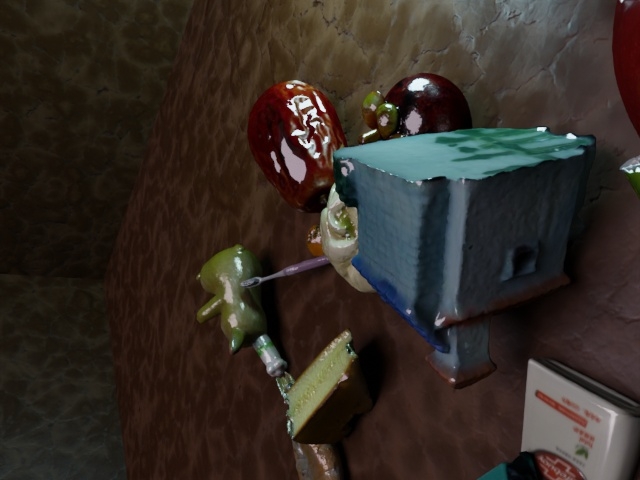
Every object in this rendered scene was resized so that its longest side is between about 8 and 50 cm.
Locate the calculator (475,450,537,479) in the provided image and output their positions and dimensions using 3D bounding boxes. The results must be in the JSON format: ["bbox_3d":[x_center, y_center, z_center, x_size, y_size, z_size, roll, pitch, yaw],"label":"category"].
[{"bbox_3d":[0.226,0.438,0.650,0.248,0.058,0.274,107,169,-50],"label":"calculator"}]

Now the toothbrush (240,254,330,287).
[{"bbox_3d":[-0.060,0.067,1.194,0.353,0.029,0.024,-19,80,35],"label":"toothbrush"}]

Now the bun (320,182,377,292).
[{"bbox_3d":[0.086,-0.037,0.977,0.259,0.159,0.259,-18,68,54],"label":"bun"}]

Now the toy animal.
[{"bbox_3d":[-0.218,0.199,1.355,0.180,0.181,0.363,-39,54,43],"label":"toy animal"}]

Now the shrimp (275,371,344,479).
[{"bbox_3d":[-0.034,0.447,1.138,0.168,0.077,0.317,-56,45,37],"label":"shrimp"}]

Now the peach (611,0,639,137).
[{"bbox_3d":[0.432,-0.138,0.346,0.405,0.335,0.310,-2,108,51],"label":"peach"}]

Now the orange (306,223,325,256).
[{"bbox_3d":[0.000,0.000,1.178,0.086,0.062,0.086,-9,79,56],"label":"orange"}]

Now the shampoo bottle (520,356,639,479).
[{"bbox_3d":[0.308,0.315,0.664,0.153,0.071,0.284,24,102,56],"label":"shampoo bottle"}]

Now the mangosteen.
[{"bbox_3d":[0.157,-0.194,0.869,0.199,0.199,0.200,-14,73,54],"label":"mangosteen"}]

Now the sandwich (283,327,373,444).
[{"bbox_3d":[0.033,0.292,1.022,0.236,0.128,0.122,-53,41,25],"label":"sandwich"}]

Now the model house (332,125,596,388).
[{"bbox_3d":[0.201,0.025,0.722,0.251,0.294,0.330,30,130,61],"label":"model house"}]

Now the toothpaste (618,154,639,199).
[{"bbox_3d":[0.425,-0.001,0.582,0.078,0.046,0.248,-34,55,43],"label":"toothpaste"}]

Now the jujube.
[{"bbox_3d":[-0.048,-0.216,1.177,0.223,0.223,0.318,-49,54,39],"label":"jujube"}]
